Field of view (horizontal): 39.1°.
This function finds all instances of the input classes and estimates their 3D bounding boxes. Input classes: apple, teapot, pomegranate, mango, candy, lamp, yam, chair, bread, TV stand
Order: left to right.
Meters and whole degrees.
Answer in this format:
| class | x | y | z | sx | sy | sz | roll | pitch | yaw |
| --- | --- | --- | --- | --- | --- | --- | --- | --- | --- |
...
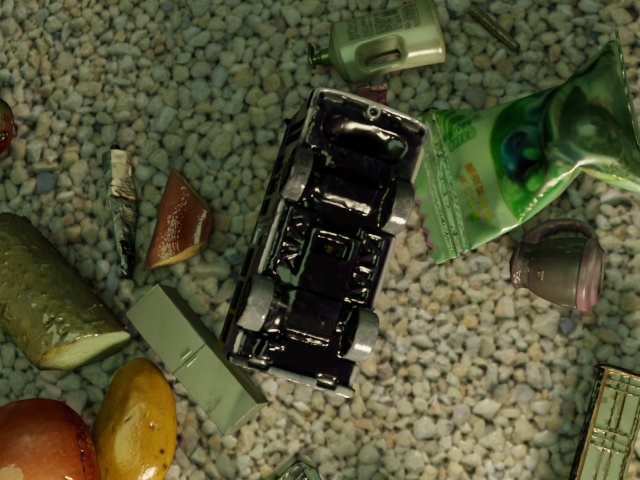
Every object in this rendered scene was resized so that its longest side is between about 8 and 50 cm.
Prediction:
| class | x | y | z | sx | sy | sz | roll | pitch | yaw |
| --- | --- | --- | --- | --- | --- | --- | --- | --- | --- |
| pomegranate | -0.643 | -0.208 | 1.663 | 0.159 | 0.129 | 0.129 | -5 | 80 | 29 |
| apple | -0.478 | 0.396 | 1.467 | 0.251 | 0.206 | 0.271 | 41 | 129 | 47 |
| yam | -0.484 | 0.103 | 1.560 | 0.168 | 0.168 | 0.304 | -45 | 75 | 1 |
| mango | -0.316 | 0.312 | 1.523 | 0.147 | 0.109 | 0.227 | -4 | 79 | 14 |
| bread | -0.240 | -0.025 | 1.583 | 0.119 | 0.067 | 0.192 | 14 | 83 | 19 |
| TV stand | -0.209 | 0.201 | 1.532 | 0.083 | 0.088 | 0.269 | -43 | 76 | 2 |
| chair | -0.091 | 0.453 | 1.463 | 0.212 | 0.101 | 0.084 | -45 | 77 | 2 |
| yam | 0.300 | -0.369 | 1.561 | 0.021 | 0.021 | 0.116 | -45 | 75 | 1 |
| candy | 0.324 | -0.141 | 1.455 | 0.398 | 0.172 | 0.262 | -19 | 74 | 20 |
| teapot | 0.377 | 0.032 | 1.440 | 0.146 | 0.116 | 0.148 | 8 | 87 | 23 |
| lamp | 0.429 | 0.355 | 1.389 | 0.090 | 0.089 | 0.325 | 15 | 84 | 12 |

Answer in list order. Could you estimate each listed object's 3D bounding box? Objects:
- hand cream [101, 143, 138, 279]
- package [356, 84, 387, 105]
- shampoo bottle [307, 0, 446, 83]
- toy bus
| class | x | y | z | sx | sy | sz | roll | pitch | yaw |
| --- | --- | --- | --- | --- | --- | --- | --- | --- | --- |
| hand cream | -0.361 | -0.054 | 1.611 | 0.052 | 0.075 | 0.247 | -9 | 77 | 14 |
| package | 0.089 | -0.234 | 1.576 | 0.059 | 0.029 | 0.083 | 1 | 73 | 7 |
| shampoo bottle | 0.093 | -0.338 | 1.561 | 0.234 | 0.087 | 0.118 | -12 | 79 | 9 |
| toy bus | 0.000 | 0.000 | 1.440 | 0.209 | 0.249 | 0.439 | 18 | 86 | -12 |
